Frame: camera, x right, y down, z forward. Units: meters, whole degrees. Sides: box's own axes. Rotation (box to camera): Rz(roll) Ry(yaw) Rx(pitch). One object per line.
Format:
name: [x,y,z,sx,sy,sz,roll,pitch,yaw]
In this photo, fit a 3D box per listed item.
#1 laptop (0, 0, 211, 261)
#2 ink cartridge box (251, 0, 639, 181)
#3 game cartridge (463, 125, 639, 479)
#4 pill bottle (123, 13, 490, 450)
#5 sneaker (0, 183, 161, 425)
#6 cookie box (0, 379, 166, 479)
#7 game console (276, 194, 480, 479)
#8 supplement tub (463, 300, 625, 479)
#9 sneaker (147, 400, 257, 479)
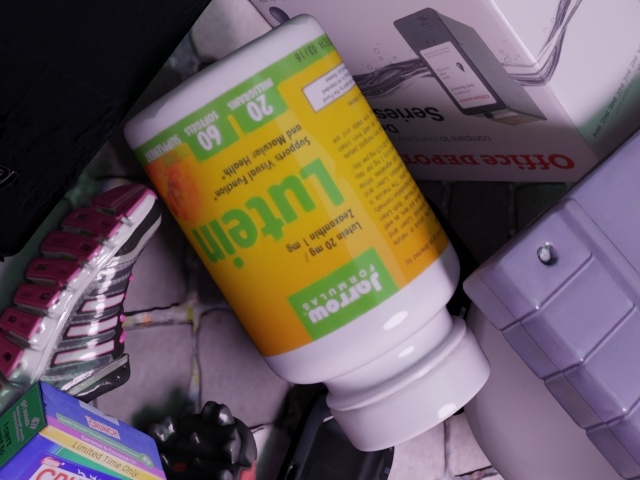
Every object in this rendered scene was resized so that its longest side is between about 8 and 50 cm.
laptop: [-0.196,-0.256,0.547,0.382,0.236,0.408,33,41,-62]
ink cartridge box: [0.079,-0.162,0.773,0.273,0.198,0.115,46,64,-34]
game cartridge: [0.279,0.010,0.728,0.355,0.068,0.230,-38,82,-30]
pill bottle: [0.000,0.000,0.712,0.136,0.136,0.246,-37,99,-35]
sneaker: [-0.137,0.048,0.682,0.075,0.063,0.170,41,71,-36]
cookie box: [-0.155,0.140,0.647,0.107,0.040,0.092,-44,130,10]
game console: [0.013,0.129,0.837,0.213,0.044,0.361,36,67,-38]
supplement tub: [0.275,0.117,0.924,0.325,0.235,0.235,26,75,-55]
sneaker: [-0.099,0.238,0.708,0.135,0.097,0.276,62,39,-50]
